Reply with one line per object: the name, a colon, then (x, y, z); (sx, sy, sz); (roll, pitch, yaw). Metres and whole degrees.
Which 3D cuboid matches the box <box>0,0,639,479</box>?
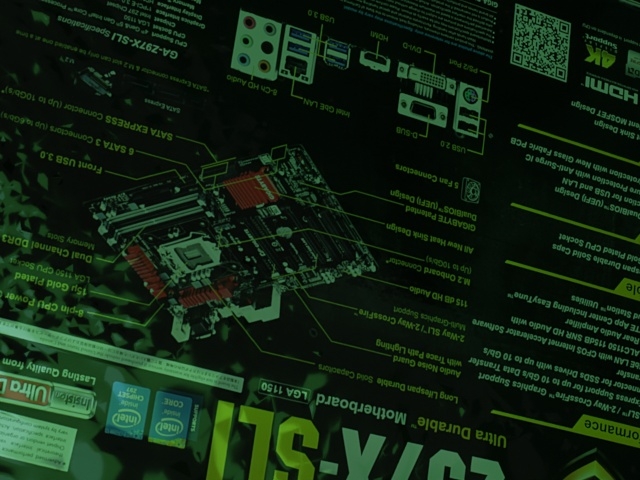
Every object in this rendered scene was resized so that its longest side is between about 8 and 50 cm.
box: (0.000, 0.000, 0.546); (0.322, 0.079, 0.257); (15, 72, -22)
